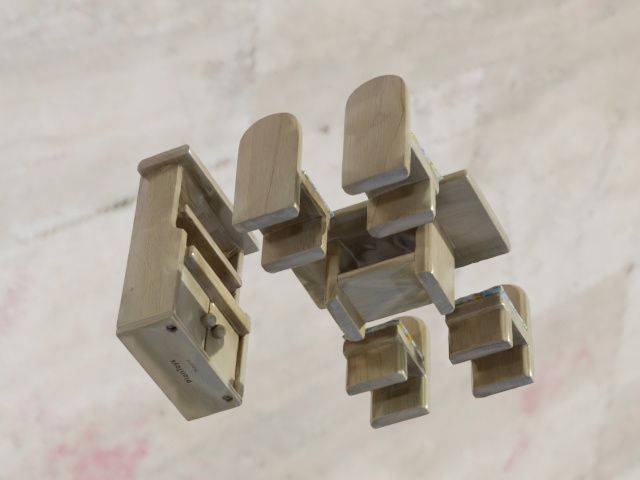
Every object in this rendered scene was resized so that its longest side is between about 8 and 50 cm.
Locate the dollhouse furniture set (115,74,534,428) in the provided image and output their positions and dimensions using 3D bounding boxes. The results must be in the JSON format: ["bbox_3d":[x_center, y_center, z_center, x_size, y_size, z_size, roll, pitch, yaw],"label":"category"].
[{"bbox_3d":[0.000,0.000,1.262,0.212,0.242,0.161,56,25,-38],"label":"dollhouse furniture set"}]
